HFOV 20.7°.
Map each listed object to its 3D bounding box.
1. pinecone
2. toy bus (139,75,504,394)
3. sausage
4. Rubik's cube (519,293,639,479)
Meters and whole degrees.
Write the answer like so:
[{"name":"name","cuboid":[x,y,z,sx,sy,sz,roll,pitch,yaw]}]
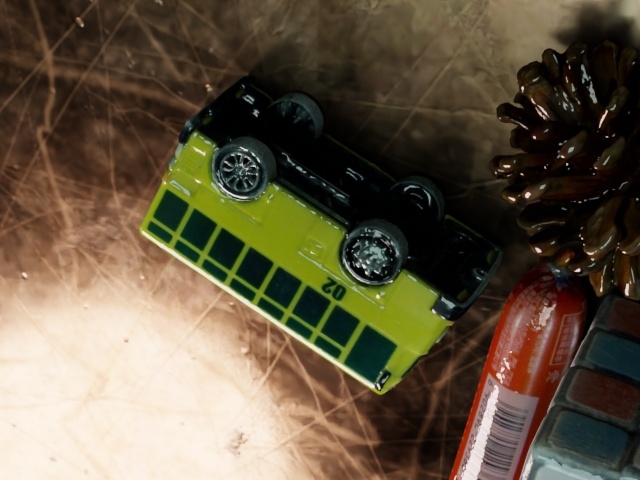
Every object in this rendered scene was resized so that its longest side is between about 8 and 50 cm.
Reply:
[{"name":"pinecone","cuboid":[0.214,-0.056,1.286,0.179,0.150,0.195,-33,95,37]},{"name":"toy bus","cuboid":[0.000,0.000,1.411,0.262,0.128,0.150,34,122,6]},{"name":"sausage","cuboid":[0.163,0.126,1.435,0.074,0.074,0.274,20,119,13]},{"name":"Rubik's cube","cuboid":[0.275,0.233,1.332,0.253,0.256,0.259,19,118,13]}]
